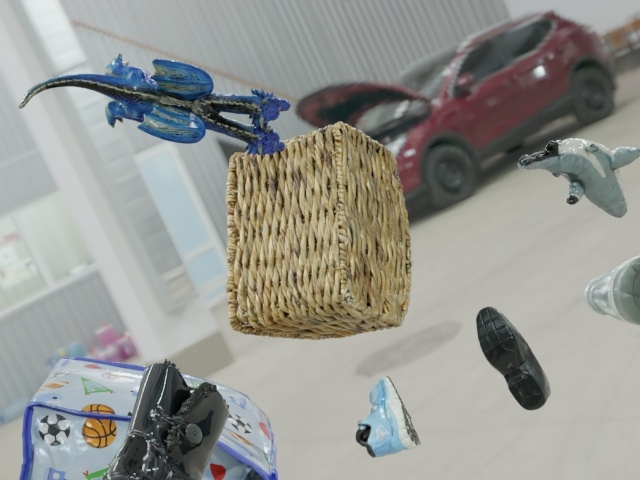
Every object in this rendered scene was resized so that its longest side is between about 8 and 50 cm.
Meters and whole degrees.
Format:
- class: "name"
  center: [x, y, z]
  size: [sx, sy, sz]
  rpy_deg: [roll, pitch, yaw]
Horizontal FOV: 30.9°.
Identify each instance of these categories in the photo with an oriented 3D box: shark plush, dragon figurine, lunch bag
- class: "shark plush"
  center: [0.255, -0.064, 1.122]
  size: [0.073, 0.067, 0.161]
  rpy_deg: [3, -4, 36]
- class: "dragon figurine"
  center: [-0.169, -0.153, 1.270]
  size: [0.289, 0.085, 0.144]
  rpy_deg: [9, 5, -38]
- class: "lunch bag"
  center: [-0.262, 0.340, 1.851]
  size: [0.385, 0.239, 0.328]
  rpy_deg: [6, 9, -5]

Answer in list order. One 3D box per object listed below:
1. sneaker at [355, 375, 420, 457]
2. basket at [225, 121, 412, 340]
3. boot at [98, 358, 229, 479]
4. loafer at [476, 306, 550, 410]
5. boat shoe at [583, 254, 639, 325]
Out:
- class: "sneaker"
  center: [0.072, 0.220, 1.433]
  size: [0.073, 0.063, 0.162]
  rpy_deg: [-27, 11, 3]
- class: "basket"
  center: [0.000, 0.000, 1.786]
  size: [0.223, 0.299, 0.213]
  rpy_deg: [-15, -21, 31]
- class: "boot"
  center: [-0.144, 0.284, 1.408]
  size: [0.094, 0.246, 0.207]
  rpy_deg: [-31, 26, 39]
- class: "loafer"
  center: [0.292, 0.174, 1.756]
  size: [0.062, 0.170, 0.061]
  rpy_deg: [-29, -4, 30]
- class: "boat shoe"
  center: [0.484, 0.046, 1.436]
  size: [0.320, 0.118, 0.103]
  rpy_deg: [-11, 0, -18]
